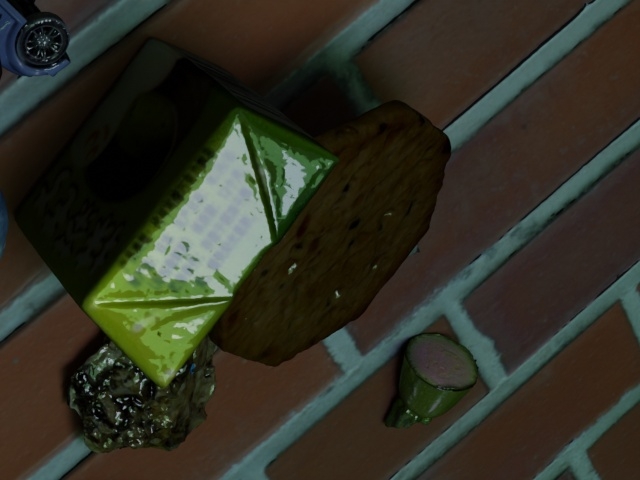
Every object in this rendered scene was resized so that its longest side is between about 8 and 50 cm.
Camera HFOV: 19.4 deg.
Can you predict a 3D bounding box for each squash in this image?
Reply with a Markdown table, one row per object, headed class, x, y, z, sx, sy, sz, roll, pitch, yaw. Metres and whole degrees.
| class | x | y | z | sx | sy | sz | roll | pitch | yaw |
| --- | --- | --- | --- | --- | --- | --- | --- | --- | --- |
| squash | 0.139 | 0.204 | 2.451 | 0.105 | 0.105 | 0.132 | -7 | 135 | -34 |

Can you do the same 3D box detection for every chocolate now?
| class | x | y | z | sx | sy | sz | roll | pitch | yaw |
| --- | --- | --- | --- | --- | --- | --- | --- | --- | --- |
| chocolate | -0.161 | -0.044 | 1.912 | 0.137 | 0.301 | 0.289 | 36 | 93 | -31 |

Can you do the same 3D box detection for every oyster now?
| class | x | y | z | sx | sy | sz | roll | pitch | yaw |
| --- | --- | --- | --- | --- | --- | --- | --- | --- | --- |
| oyster | -0.187 | 0.167 | 2.180 | 0.223 | 0.083 | 0.214 | 20 | 107 | -50 |

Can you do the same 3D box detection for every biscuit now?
| class | x | y | z | sx | sy | sz | roll | pitch | yaw |
| --- | --- | --- | --- | --- | --- | --- | --- | --- | --- |
| biscuit | 0.011 | -0.006 | 2.063 | 0.359 | 0.046 | 0.359 | -35 | 151 | -23 |

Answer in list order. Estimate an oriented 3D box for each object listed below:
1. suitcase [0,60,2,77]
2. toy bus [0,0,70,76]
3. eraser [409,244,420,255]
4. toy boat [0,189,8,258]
| class | x | y | z | sx | sy | sz | roll | pitch | yaw |
| --- | --- | --- | --- | --- | --- | --- | --- | --- | --- |
| suitcase | -0.454 | -0.160 | 1.677 | 0.285 | 0.066 | 0.206 | -21 | 136 | 16 |
| toy bus | -0.363 | -0.246 | 1.738 | 0.133 | 0.125 | 0.292 | -39 | 133 | 5 |
| eraser | 0.000 | 0.000 | 2.207 | 0.227 | 0.081 | 0.174 | -30 | 134 | -20 |
| toy boat | -0.421 | 0.041 | 1.810 | 0.215 | 0.123 | 0.330 | 14 | 136 | -41 |
